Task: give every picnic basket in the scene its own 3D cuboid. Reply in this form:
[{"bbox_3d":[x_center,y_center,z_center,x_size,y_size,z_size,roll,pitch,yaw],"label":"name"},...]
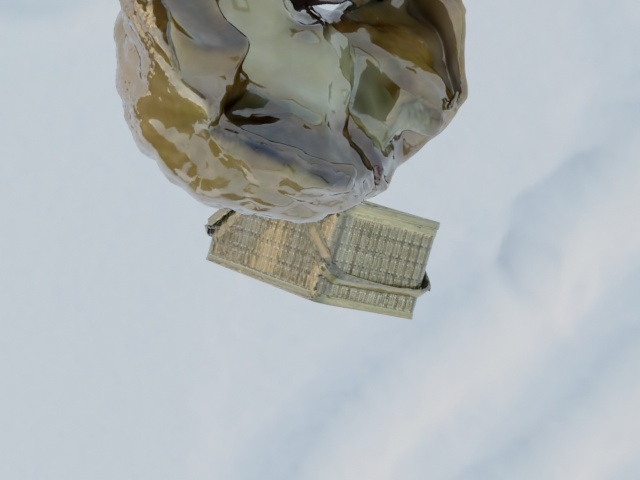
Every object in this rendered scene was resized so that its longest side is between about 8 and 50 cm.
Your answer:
[{"bbox_3d":[0.000,0.000,1.344,0.115,0.079,0.164,11,-174,-44],"label":"picnic basket"}]

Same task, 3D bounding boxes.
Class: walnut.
[{"bbox_3d":[-0.034,-0.091,0.983,0.238,0.204,0.141,18,140,-33],"label":"walnut"}]
